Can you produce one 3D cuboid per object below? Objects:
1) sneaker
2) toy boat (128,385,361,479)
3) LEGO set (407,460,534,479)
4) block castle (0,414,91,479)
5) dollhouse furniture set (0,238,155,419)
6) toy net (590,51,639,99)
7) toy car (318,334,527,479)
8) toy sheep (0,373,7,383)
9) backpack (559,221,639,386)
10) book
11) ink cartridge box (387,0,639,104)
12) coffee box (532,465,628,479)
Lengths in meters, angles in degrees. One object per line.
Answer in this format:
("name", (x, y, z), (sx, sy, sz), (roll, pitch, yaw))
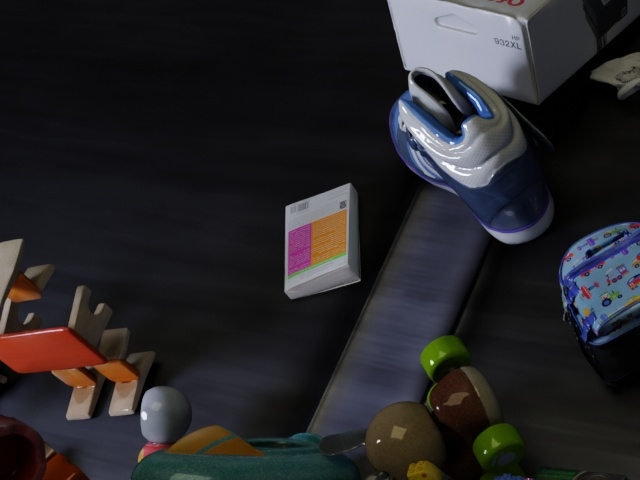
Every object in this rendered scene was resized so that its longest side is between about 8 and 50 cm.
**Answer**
("sneaker", (0.150, -0.154, 2.070), (0.130, 0.236, 0.323), (-36, 44, -2))
("toy boat", (-0.118, 0.246, 1.901), (0.318, 0.267, 0.148), (3, 91, 58))
("LEGO set", (0.133, 0.266, 1.716), (0.227, 0.093, 0.087), (-21, 21, 19))
("block castle", (-0.294, 0.387, 1.719), (0.303, 0.453, 0.213), (-48, 38, -15))
("dollhouse furniture set", (-0.379, 0.138, 2.119), (0.259, 0.262, 0.135), (-9, 51, 35))
("toy net", (0.426, -0.186, 2.061), (0.232, 0.045, 0.122), (-2, 37, 37))
("toy car", (0.100, 0.218, 1.816), (0.188, 0.149, 0.155), (-23, 51, -8))
("toy sheep", (-0.464, 0.174, 2.268), (0.091, 0.091, 0.132), (16, 48, 39))
("backpack", (0.332, 0.046, 1.877), (0.158, 0.117, 0.173), (-27, 41, 7))
("book", (0.000, 0.000, 2.176), (0.096, 0.035, 0.144), (-19, 45, 21))
("ink cartridge box", (0.267, -0.319, 2.169), (0.223, 0.129, 0.307), (20, 49, 40))
("coffee box", (0.224, 0.299, 1.721), (0.113, 0.040, 0.184), (0, 34, 45))
